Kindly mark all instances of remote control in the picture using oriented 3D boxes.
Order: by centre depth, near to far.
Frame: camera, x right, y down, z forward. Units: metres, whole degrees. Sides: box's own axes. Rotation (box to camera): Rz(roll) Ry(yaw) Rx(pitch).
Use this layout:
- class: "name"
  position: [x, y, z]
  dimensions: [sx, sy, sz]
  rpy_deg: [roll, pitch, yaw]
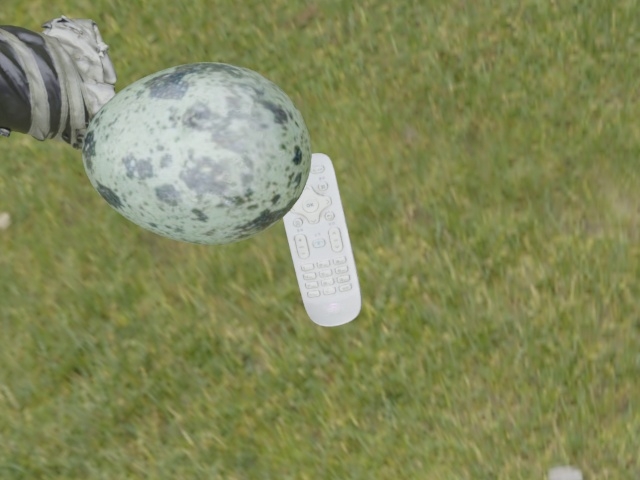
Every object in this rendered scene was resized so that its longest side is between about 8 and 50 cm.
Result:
- class: "remote control"
  position: [0.000, 0.000, 1.929]
  dimensions: [0.073, 0.044, 0.229]
  rpy_deg: [-11, 113, 5]

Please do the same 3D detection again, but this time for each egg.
- class: "egg"
  position: [-0.091, -0.063, 1.157]
  dimensions: [0.172, 0.132, 0.132]
  rpy_deg: [0, 71, 15]

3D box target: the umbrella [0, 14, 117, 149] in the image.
- class: "umbrella"
  position: [-0.322, -0.139, 1.253]
  dimensions: [0.106, 0.357, 0.113]
  rpy_deg: [-31, 63, 41]
